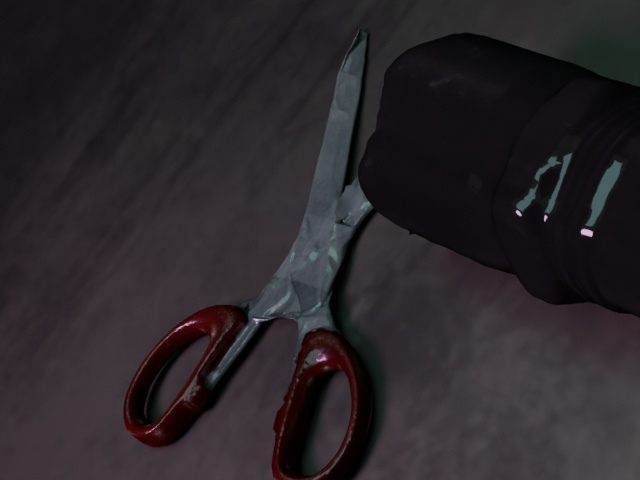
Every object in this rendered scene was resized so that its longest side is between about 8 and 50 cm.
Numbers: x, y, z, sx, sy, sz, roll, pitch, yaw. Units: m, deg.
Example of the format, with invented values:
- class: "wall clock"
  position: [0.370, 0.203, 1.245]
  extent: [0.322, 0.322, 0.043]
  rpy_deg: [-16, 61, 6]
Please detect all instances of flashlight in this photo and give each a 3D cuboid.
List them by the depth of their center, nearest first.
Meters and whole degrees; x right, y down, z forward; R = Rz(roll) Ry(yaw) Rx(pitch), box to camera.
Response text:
- class: "flashlight"
  position: [0.174, 0.013, 0.521]
  extent: [0.424, 0.103, 0.103]
  rpy_deg: [27, 81, 48]

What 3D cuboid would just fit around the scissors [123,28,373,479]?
- class: "scissors"
  position: [0.000, 0.000, 0.733]
  extent: [0.144, 0.017, 0.247]
  rpy_deg: [12, 69, 39]
